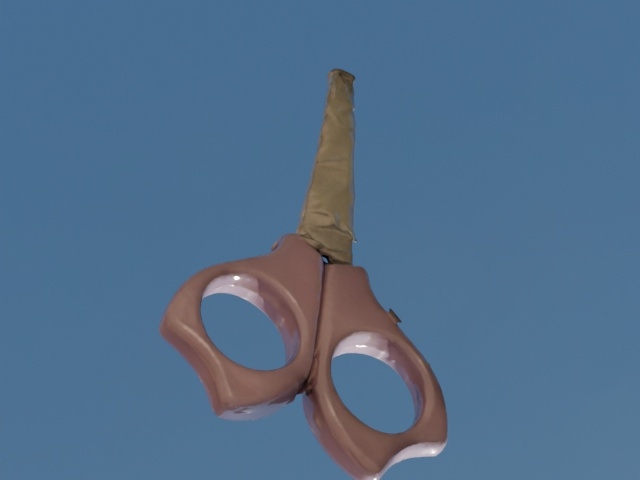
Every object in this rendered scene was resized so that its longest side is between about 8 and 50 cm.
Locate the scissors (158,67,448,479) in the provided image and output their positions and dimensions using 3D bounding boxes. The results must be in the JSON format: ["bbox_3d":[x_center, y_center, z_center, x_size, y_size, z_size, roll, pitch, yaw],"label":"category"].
[{"bbox_3d":[0.000,0.000,0.592,0.110,0.021,0.212,25,-143,-16],"label":"scissors"}]
